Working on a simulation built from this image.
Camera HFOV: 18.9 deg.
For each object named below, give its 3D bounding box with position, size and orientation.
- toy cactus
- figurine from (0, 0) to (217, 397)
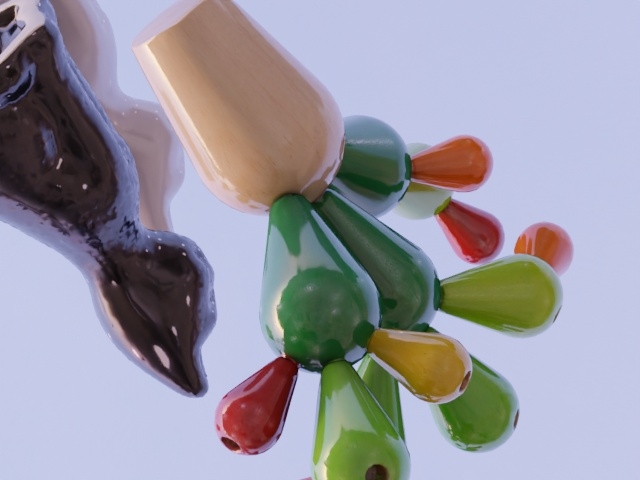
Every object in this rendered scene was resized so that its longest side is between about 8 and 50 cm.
[{"bbox_3d":[0.000,0.000,0.629,0.112,0.219,0.180,-27,-70,32],"label":"toy cactus"},{"bbox_3d":[-0.121,-0.049,0.951,0.092,0.215,0.209,-28,-56,9],"label":"figurine"}]
